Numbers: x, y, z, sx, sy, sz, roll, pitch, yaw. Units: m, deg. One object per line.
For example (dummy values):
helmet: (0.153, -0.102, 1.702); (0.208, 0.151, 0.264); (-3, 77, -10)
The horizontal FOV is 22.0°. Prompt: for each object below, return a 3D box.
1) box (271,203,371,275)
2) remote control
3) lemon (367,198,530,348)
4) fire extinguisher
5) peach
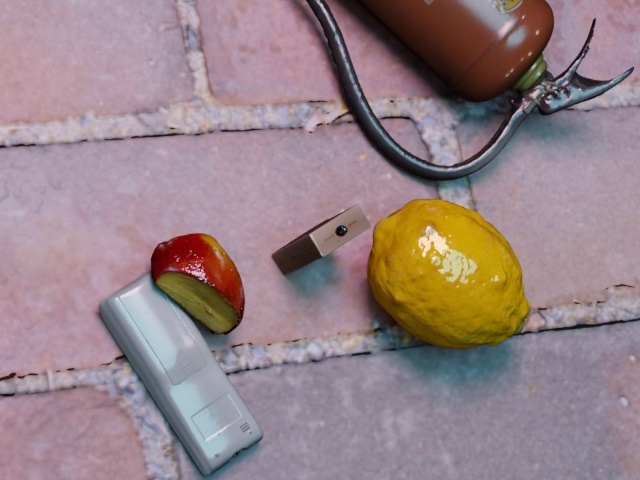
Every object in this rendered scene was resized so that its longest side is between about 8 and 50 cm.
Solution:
box: (0.000, 0.000, 1.338); (0.053, 0.083, 0.024); (-32, 94, -27)
remote control: (-0.108, 0.102, 1.296); (0.061, 0.029, 0.162); (-33, 89, -24)
lemon: (0.107, 0.030, 1.357); (0.155, 0.114, 0.114); (33, 66, -17)
fire extinguisher: (0.074, -0.202, 1.429); (0.376, 0.113, 0.200); (40, 107, -6)
peach: (-0.090, 0.033, 1.299); (0.077, 0.050, 0.083); (-2, 66, -55)
